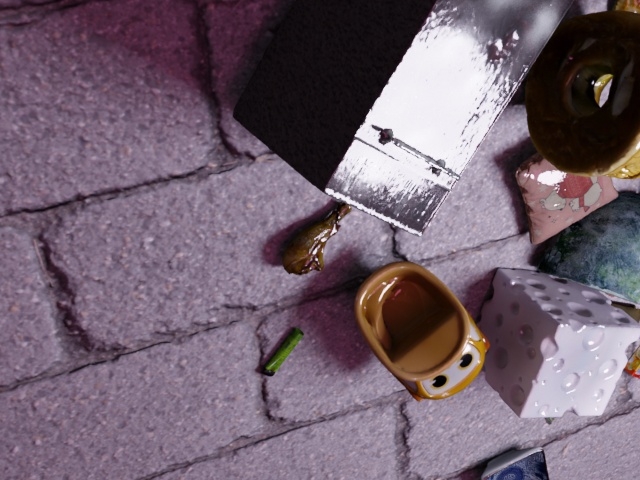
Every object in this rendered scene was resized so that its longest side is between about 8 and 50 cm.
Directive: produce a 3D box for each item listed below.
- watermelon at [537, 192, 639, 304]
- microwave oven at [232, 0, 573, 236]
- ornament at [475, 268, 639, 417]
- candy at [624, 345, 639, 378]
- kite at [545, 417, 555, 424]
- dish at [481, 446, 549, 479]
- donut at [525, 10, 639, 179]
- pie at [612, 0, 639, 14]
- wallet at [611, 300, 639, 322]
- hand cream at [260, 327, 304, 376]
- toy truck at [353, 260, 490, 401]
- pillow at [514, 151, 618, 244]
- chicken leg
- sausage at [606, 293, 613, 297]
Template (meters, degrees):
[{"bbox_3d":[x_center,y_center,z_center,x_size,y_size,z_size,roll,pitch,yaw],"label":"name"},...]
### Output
[{"bbox_3d":[0.663,0.028,1.822,0.214,0.319,0.290,55,49,-52],"label":"watermelon"},{"bbox_3d":[0.110,-0.287,1.284,0.236,0.374,0.432,23,103,-41],"label":"microwave oven"},{"bbox_3d":[0.509,0.226,1.820,0.239,0.240,0.240,4,116,-27],"label":"ornament"},{"bbox_3d":[0.852,0.302,2.129,0.062,0.038,0.122,22,107,-31],"label":"candy"},{"bbox_3d":[0.643,0.385,2.106,0.250,0.012,0.229,12,113,-29],"label":"kite"},{"bbox_3d":[0.503,0.637,2.146,0.181,0.080,0.243,-25,123,-9],"label":"dish"},{"bbox_3d":[0.530,-0.268,1.495,0.159,0.330,0.330,3,116,-28],"label":"donut"},{"bbox_3d":[0.651,-0.456,1.594,0.163,0.079,0.193,27,106,-22],"label":"pie"},{"bbox_3d":[0.693,0.196,2.007,0.198,0.031,0.110,11,112,-27],"label":"wallet"},{"bbox_3d":[-0.078,0.235,1.706,0.036,0.023,0.122,24,108,-43],"label":"hand cream"},{"bbox_3d":[0.204,0.186,1.666,0.204,0.288,0.211,-38,169,2],"label":"toy truck"},{"bbox_3d":[0.515,-0.123,1.718,0.223,0.084,0.236,-30,129,-6],"label":"pillow"},{"bbox_3d":[0.000,0.000,1.587,0.093,0.070,0.178,39,88,-34],"label":"chicken leg"},{"bbox_3d":[0.713,0.061,1.920,0.062,0.062,0.154,28,104,-33],"label":"sausage"}]
